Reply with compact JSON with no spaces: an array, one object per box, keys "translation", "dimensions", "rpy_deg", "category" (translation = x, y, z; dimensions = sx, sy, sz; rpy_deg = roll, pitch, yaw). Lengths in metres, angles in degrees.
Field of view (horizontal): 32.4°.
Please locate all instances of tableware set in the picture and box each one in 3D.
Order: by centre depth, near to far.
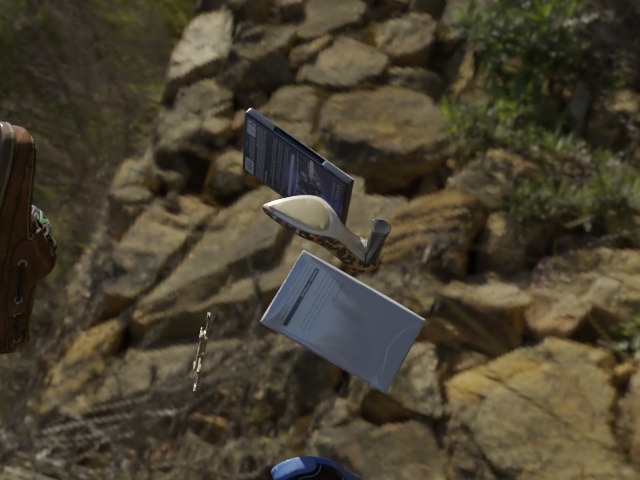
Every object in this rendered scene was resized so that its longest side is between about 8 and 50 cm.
[{"translation":[-0.262,0.243,2.406],"dimensions":[0.141,0.020,0.169],"rpy_deg":[-95,16,-70],"category":"tableware set"}]

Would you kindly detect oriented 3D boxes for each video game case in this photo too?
[{"translation":[-0.052,-0.140,2.319],"dimensions":[0.026,0.274,0.196],"rpy_deg":[-46,-18,-28],"category":"video game case"}]

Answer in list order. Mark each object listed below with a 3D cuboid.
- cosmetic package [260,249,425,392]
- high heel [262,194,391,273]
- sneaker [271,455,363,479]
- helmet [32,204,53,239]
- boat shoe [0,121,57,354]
[{"translation":[0.036,0.133,1.799],"dimensions":[0.138,0.224,0.224],"rpy_deg":[-59,-1,-4],"category":"cosmetic package"},{"translation":[0.000,0.000,2.234],"dimensions":[0.186,0.261,0.093],"rpy_deg":[110,172,-58],"category":"high heel"},{"translation":[0.018,0.398,1.673],"dimensions":[0.081,0.232,0.090],"rpy_deg":[-37,47,23],"category":"sneaker"},{"translation":[-0.622,-0.002,2.220],"dimensions":[0.161,0.169,0.169],"rpy_deg":[-4,60,49],"category":"helmet"},{"translation":[-0.361,0.001,1.271],"dimensions":[0.111,0.104,0.307],"rpy_deg":[59,135,45],"category":"boat shoe"}]
